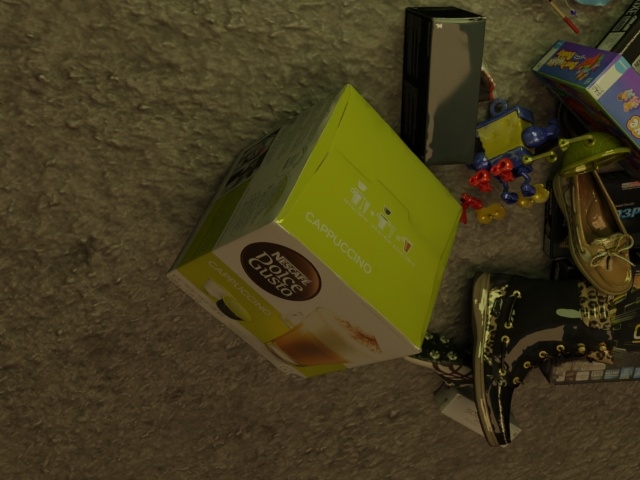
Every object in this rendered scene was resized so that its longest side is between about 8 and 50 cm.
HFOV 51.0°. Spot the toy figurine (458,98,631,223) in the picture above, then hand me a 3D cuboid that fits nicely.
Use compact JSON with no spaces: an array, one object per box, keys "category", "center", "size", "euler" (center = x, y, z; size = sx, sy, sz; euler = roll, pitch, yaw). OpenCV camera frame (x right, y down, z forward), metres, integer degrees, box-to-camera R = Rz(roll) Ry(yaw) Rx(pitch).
[{"category":"toy figurine","center":[0.370,-0.197,1.286],"size":[0.191,0.217,0.363],"euler":[16,150,-40]}]

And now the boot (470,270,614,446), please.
[{"category":"boot","center":[0.470,0.246,1.429],"size":[0.284,0.138,0.377],"euler":[-4,75,18]}]

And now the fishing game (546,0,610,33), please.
[{"category":"fishing game","center":[0.517,-0.536,1.257],"size":[0.189,0.041,0.264],"euler":[36,98,-20]}]

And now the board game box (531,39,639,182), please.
[{"category":"board game box","center":[0.573,-0.216,1.251],"size":[0.347,0.233,0.078],"euler":[39,103,-18]}]

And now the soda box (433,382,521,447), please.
[{"category":"soda box","center":[0.388,0.425,1.659],"size":[0.216,0.074,0.069],"euler":[31,107,-18]}]

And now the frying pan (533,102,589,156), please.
[{"category":"frying pan","center":[0.540,-0.219,1.395],"size":[0.197,0.053,0.326],"euler":[33,109,-18]}]

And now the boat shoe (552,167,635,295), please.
[{"category":"boat shoe","center":[0.555,-0.025,1.357],"size":[0.105,0.089,0.285],"euler":[-22,82,-6]}]

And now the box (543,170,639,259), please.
[{"category":"box","center":[0.607,-0.057,1.476],"size":[0.220,0.051,0.175],"euler":[-7,115,-3]}]

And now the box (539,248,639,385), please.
[{"category":"box","center":[0.728,0.175,1.571],"size":[0.395,0.097,0.318],"euler":[-1,116,-4]}]

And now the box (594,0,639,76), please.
[{"category":"box","center":[0.697,-0.386,1.293],"size":[0.242,0.076,0.307],"euler":[38,94,-20]}]

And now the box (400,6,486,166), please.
[{"category":"box","center":[0.222,-0.291,1.254],"size":[0.103,0.184,0.261],"euler":[-3,115,-5]}]

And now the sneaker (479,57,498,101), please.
[{"category":"sneaker","center":[0.299,-0.301,1.292],"size":[0.065,0.061,0.158],"euler":[-21,158,16]}]

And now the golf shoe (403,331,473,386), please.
[{"category":"golf shoe","center":[0.300,0.293,1.576],"size":[0.273,0.105,0.120],"euler":[11,120,-11]}]

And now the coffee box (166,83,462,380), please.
[{"category":"coffee box","center":[0.000,0.000,1.209],"size":[0.338,0.338,0.334],"euler":[43,140,-22]}]
